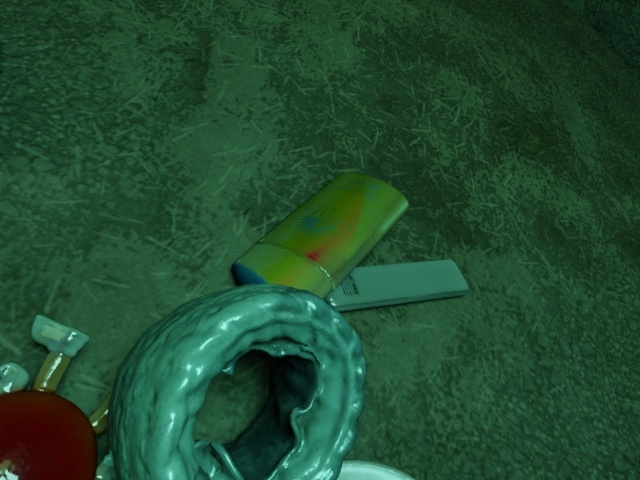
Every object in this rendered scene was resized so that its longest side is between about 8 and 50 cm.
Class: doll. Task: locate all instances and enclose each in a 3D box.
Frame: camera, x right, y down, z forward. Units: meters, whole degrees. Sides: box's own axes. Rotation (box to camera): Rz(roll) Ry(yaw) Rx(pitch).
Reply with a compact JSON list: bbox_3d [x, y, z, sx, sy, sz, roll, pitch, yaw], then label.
[{"bbox_3d":[-0.257,0.193,0.448,0.183,0.085,0.217,35,45,-14],"label":"doll"}]

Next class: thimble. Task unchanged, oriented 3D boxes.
[{"bbox_3d":[-0.084,0.155,0.458,0.205,0.171,0.250,46,66,-23],"label":"thimble"}]

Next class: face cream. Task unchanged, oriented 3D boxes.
[{"bbox_3d":[0.000,0.000,0.681,0.139,0.068,0.285,21,46,29],"label":"face cream"}]

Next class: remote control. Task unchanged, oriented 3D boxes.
[{"bbox_3d":[0.113,0.067,0.733,0.260,0.029,0.067,-3,54,-28],"label":"remote control"}]

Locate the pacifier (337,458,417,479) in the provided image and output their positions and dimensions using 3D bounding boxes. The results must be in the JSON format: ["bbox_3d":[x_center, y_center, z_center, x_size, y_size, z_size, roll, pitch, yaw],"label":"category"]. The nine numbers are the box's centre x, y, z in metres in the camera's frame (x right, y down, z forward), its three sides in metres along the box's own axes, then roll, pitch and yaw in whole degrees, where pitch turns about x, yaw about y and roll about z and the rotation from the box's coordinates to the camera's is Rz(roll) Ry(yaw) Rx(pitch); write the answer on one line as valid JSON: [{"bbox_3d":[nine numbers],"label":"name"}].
[{"bbox_3d":[0.029,0.356,0.397,0.220,0.273,0.333,28,51,-27],"label":"pacifier"}]
